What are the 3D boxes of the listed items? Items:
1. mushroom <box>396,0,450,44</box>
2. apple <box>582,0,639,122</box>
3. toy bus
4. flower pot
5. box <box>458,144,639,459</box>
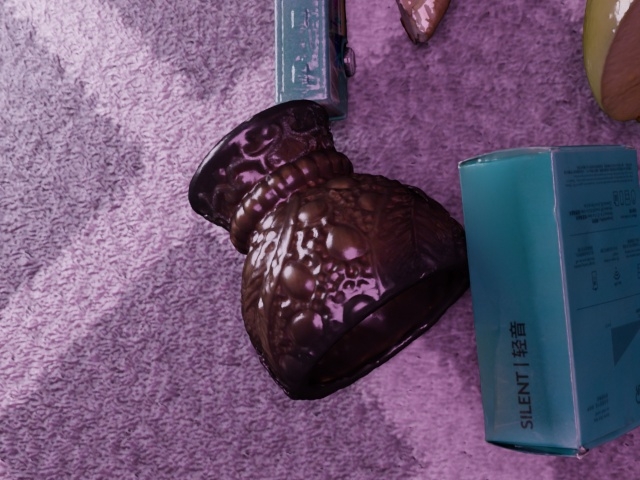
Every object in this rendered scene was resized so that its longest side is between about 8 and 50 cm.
[{"bbox_3d":[0.111,-0.343,1.359,0.094,0.072,0.209,-26,84,8],"label":"mushroom"},{"bbox_3d":[0.426,-0.236,1.211,0.295,0.233,0.258,24,127,-6],"label":"apple"},{"bbox_3d":[-0.010,-0.275,1.359,0.091,0.109,0.261,-4,83,15],"label":"toy bus"},{"bbox_3d":[0.000,0.000,1.263,0.266,0.266,0.267,-37,71,4],"label":"flower pot"},{"bbox_3d":[0.258,0.055,1.203,0.118,0.205,0.311,-5,92,42],"label":"box"}]
